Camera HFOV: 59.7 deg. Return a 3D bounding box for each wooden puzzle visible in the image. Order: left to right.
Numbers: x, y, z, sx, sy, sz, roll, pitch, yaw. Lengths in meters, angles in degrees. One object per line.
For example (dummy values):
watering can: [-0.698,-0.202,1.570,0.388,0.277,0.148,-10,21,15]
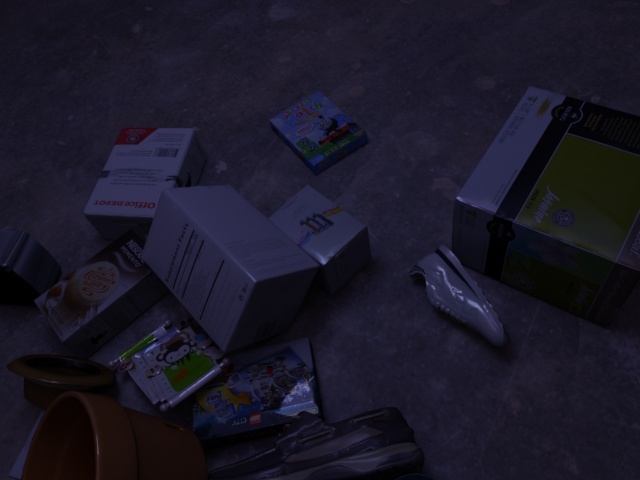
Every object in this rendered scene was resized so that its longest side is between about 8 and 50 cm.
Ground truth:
wooden puzzle: [-0.261,0.194,1.154,0.049,0.006,0.083,-19,54,-2]

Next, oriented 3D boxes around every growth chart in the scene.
growth chart: [-0.291,0.234,1.083,0.237,0.021,0.172,21,52,43]

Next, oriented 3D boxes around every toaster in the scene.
toaster: [-0.687,0.064,1.226,0.186,0.168,0.110,1,56,12]

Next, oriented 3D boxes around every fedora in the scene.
fedora: [-0.496,0.275,1.066,0.194,0.194,0.079,12,88,18]

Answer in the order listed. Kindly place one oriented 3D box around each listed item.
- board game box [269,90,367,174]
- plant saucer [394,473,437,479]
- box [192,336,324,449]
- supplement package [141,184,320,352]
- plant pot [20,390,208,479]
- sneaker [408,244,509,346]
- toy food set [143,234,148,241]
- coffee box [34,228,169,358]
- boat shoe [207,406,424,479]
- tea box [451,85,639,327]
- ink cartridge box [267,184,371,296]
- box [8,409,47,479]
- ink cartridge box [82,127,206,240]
board game box: [-0.008,-0.276,1.408,0.160,0.039,0.211,-33,56,-12]
plant saucer: [0.151,0.427,0.882,0.119,0.021,0.119,0,85,2]
box: [-0.119,0.282,1.036,0.233,0.044,0.159,-13,50,2]
supplement package: [-0.182,0.042,1.094,0.293,0.175,0.177,42,31,28]
plant pot: [-0.314,0.390,0.865,0.291,0.203,0.290,-20,62,42]
sneaker: [0.266,0.118,1.069,0.095,0.090,0.235,-35,52,2]
toy food set: [-0.322,0.009,1.238,0.122,0.019,0.078,-1,43,-42]
coffee box: [-0.453,0.110,1.191,0.246,0.098,0.141,-41,59,-17]
boat shoe: [-0.012,0.364,0.932,0.355,0.132,0.130,-8,45,-5]
tea box: [0.472,-0.074,1.066,0.324,0.220,0.329,26,65,26]
ink cartridge box: [0.000,0.000,1.162,0.127,0.128,0.176,-41,59,-17]
box: [-0.464,0.389,1.019,0.137,0.072,0.126,7,58,16]
ink cartridge box: [-0.414,-0.136,1.343,0.197,0.114,0.272,3,56,12]
